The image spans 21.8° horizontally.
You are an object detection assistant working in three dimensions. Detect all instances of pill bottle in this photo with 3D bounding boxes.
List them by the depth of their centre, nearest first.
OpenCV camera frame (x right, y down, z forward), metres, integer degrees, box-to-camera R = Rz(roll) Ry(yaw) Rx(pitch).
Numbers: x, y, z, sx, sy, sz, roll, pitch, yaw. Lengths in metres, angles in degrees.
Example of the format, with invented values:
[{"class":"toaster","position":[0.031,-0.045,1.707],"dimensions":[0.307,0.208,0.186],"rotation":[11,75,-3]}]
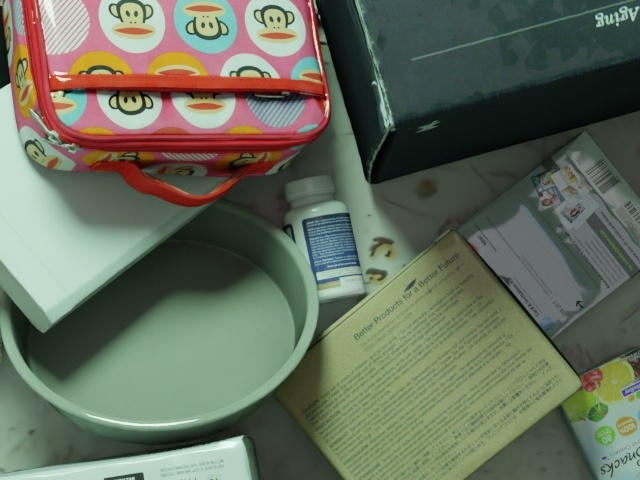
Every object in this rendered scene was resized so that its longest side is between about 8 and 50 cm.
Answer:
[{"class":"pill bottle","position":[0.000,0.000,1.623],"dimensions":[0.067,0.067,0.120],"rotation":[-11,84,-2]}]

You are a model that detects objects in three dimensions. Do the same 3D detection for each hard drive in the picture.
[{"class":"hard drive","position":[-0.210,-0.079,1.568],"dimensions":[0.203,0.040,0.307],"rotation":[50,57,1]}]

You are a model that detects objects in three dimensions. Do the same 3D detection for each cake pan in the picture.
[{"class":"cake pan","position":[-0.148,0.074,1.550],"dimensions":[0.293,0.054,0.293],"rotation":[0,46,0]}]

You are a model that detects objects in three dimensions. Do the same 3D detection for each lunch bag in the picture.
[{"class":"lunch bag","position":[-0.142,-0.157,1.547],"dimensions":[0.293,0.120,0.258],"rotation":[-2,74,-26]}]

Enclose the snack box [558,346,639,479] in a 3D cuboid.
[{"class":"snack box","position":[0.299,0.186,1.618],"dimensions":[0.100,0.037,0.141],"rotation":[-25,84,-2]}]

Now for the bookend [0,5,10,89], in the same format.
[{"class":"bookend","position":[-0.325,-0.143,1.591],"dimensions":[0.072,0.156,0.157],"rotation":[10,81,43]}]

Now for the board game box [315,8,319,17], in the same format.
[{"class":"board game box","position":[-0.064,-0.234,1.675],"dimensions":[0.090,0.020,0.090],"rotation":[-40,85,-4]}]

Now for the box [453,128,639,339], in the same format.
[{"class":"box","position":[0.230,0.004,1.640],"dimensions":[0.186,0.038,0.145],"rotation":[-38,85,-5]}]

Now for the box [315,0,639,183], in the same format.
[{"class":"box","position":[0.212,-0.356,1.551],"dimensions":[0.480,0.297,0.472],"rotation":[-15,82,-4]}]

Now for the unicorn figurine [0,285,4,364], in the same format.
[{"class":"unicorn figurine","position":[-0.331,0.053,1.624],"dimensions":[0.111,0.060,0.162],"rotation":[3,99,-1]}]

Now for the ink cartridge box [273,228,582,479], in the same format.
[{"class":"ink cartridge box","position":[0.099,0.134,1.580],"dimensions":[0.235,0.088,0.193],"rotation":[-39,84,7]}]

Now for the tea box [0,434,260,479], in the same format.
[{"class":"tea box","position":[-0.200,0.359,1.501],"dimensions":[0.329,0.220,0.323],"rotation":[-9,84,-1]}]
